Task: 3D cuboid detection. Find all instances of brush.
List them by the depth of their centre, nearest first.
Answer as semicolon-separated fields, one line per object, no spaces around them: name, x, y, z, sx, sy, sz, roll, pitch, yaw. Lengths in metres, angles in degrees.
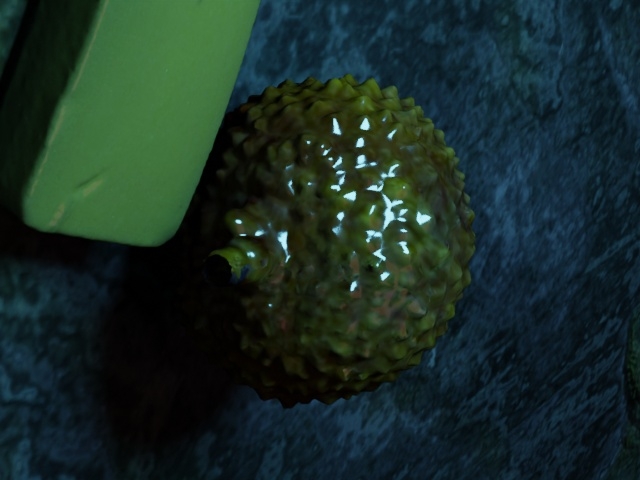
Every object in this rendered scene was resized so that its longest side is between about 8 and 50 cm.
brush;-0.103;-0.098;0.901;0.123;0.059;0.197;12;100;-54

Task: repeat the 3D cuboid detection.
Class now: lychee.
lychee;0.000;0.000;0.995;0.238;0.200;0.200;-14;123;-66
